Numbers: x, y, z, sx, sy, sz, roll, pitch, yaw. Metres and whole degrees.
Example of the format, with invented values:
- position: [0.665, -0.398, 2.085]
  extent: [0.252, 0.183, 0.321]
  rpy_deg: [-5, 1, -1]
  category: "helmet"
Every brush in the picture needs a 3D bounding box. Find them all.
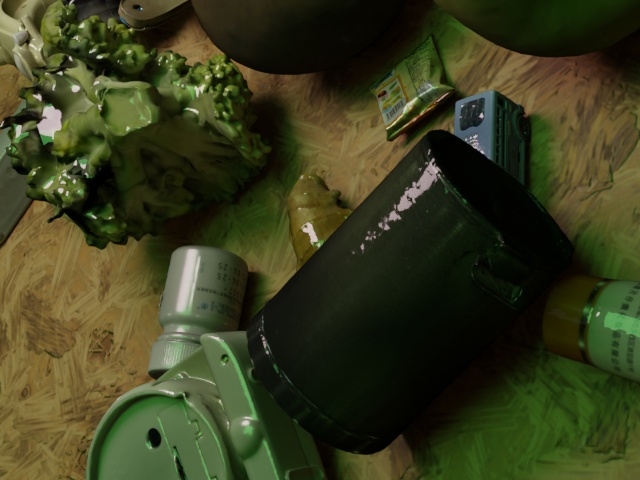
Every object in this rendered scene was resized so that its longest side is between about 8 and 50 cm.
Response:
- position: [-0.151, -0.336, 1.803]
  extent: [0.070, 0.327, 0.065]
  rpy_deg: [46, 135, 13]
  category: "brush"

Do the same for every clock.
- position: [-0.366, -0.348, 1.994]
  extent: [0.379, 0.120, 0.276]
  rpy_deg: [-28, 32, 0]
  category: "clock"
- position: [-0.155, 0.276, 1.540]
  extent: [0.324, 0.109, 0.265]
  rpy_deg: [-32, 72, 28]
  category: "clock"

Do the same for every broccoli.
- position: [-0.240, -0.134, 1.713]
  extent: [0.348, 0.281, 0.293]
  rpy_deg: [16, 82, 3]
  category: "broccoli"

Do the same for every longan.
- position: [-0.024, -0.343, 1.687]
  extent: [0.300, 0.243, 0.300]
  rpy_deg: [-11, 31, 6]
  category: "longan"

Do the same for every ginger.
- position: [0.008, 0.001, 1.602]
  extent: [0.115, 0.081, 0.205]
  rpy_deg: [130, 137, -59]
  category: "ginger"

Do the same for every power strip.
- position: [-0.448, -0.169, 2.101]
  extent: [0.385, 0.091, 0.062]
  rpy_deg: [-55, 41, 6]
  category: "power strip"

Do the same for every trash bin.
- position: [0.090, 0.051, 1.383]
  extent: [0.301, 0.203, 0.252]
  rpy_deg: [-48, 29, 25]
  category: "trash bin"

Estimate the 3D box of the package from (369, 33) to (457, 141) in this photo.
- position: [0.112, -0.188, 1.639]
  extent: [0.108, 0.031, 0.120]
  rpy_deg: [-37, 43, 23]
  category: "package"

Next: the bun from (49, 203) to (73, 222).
- position: [-0.337, -0.145, 1.947]
  extent: [0.244, 0.153, 0.244]
  rpy_deg: [-25, 50, 33]
  category: "bun"

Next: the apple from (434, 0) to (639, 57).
- position: [0.241, -0.379, 1.396]
  extent: [0.357, 0.357, 0.357]
  rpy_deg: [-21, 56, 34]
  category: "apple"

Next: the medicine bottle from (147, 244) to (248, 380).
- position: [-0.154, 0.099, 1.684]
  extent: [0.105, 0.105, 0.168]
  rpy_deg: [-8, 63, 40]
  category: "medicine bottle"

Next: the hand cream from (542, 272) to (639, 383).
- position: [0.360, 0.093, 1.228]
  extent: [0.314, 0.089, 0.139]
  rpy_deg: [16, 80, 42]
  category: "hand cream"

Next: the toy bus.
- position: [0.185, -0.079, 1.482]
  extent: [0.073, 0.076, 0.167]
  rpy_deg: [-15, 59, 36]
  category: "toy bus"
